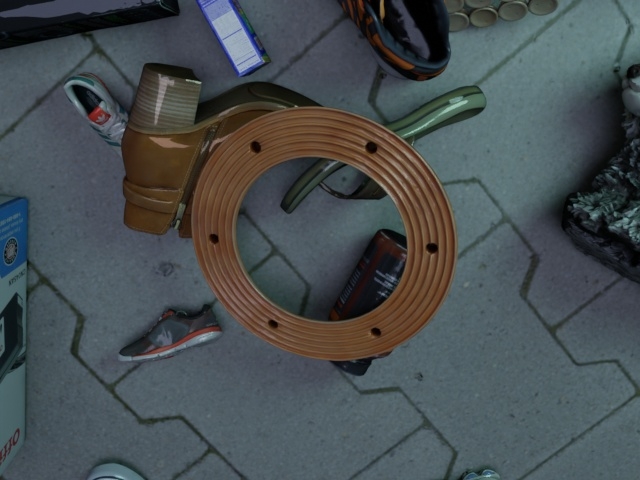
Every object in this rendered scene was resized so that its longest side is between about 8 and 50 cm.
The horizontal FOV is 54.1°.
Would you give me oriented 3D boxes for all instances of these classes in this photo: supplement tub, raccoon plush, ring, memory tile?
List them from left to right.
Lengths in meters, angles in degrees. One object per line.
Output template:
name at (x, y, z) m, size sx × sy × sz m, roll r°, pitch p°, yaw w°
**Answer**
ring at (0.000, 0.000, 0.778) m, size 0.336 × 0.032 × 0.337 m, roll 6°, pitch 113°, yaw 13°
supplement tub at (0.079, 0.089, 0.876) m, size 0.106 × 0.106 × 0.198 m, roll 28°, pitch 102°, yaw -8°
memory tile at (0.212, -0.304, 0.765) m, size 0.147 × 0.113 × 0.012 m, roll -3°, pitch 68°, yaw 25°
raccoon plush at (0.521, -0.068, 0.855) m, size 0.446 × 0.216 × 0.299 m, roll 35°, pitch 87°, yaw -39°

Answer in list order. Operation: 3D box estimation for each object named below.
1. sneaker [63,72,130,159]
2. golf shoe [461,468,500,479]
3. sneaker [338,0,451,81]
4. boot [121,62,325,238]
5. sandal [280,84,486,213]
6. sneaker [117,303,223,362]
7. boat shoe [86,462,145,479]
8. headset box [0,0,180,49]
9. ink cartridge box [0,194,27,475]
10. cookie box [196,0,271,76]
sneaker at (-0.273, -0.149, 0.818) m, size 0.057 × 0.075 × 0.161 m, roll -39°, pitch 102°, yaw 8°
golf shoe at (0.205, 0.418, 0.974) m, size 0.176 × 0.086 × 0.069 m, roll -26°, pitch 105°, yaw 6°
sneaker at (0.055, -0.328, 0.731) m, size 0.124 × 0.180 × 0.321 m, roll -42°, pitch 102°, yaw 8°
boot at (-0.116, -0.095, 0.826) m, size 0.283 × 0.109 × 0.220 m, roll 4°, pitch 118°, yaw -25°
sandal at (0.085, -0.104, 0.815) m, size 0.302 × 0.120 × 0.086 m, roll -25°, pitch 94°, yaw 4°
sneaker at (-0.221, 0.134, 0.912) m, size 0.157 × 0.061 × 0.065 m, roll -17°, pitch 77°, yaw 2°
boat shoe at (-0.295, 0.493, 0.965) m, size 0.108 × 0.102 × 0.302 m, roll -11°, pitch 104°, yaw 1°
headset box at (-0.318, -0.372, 0.733) m, size 0.282 × 0.131 × 0.247 m, roll -10°, pitch 105°, yaw 0°
ink cartridge box at (-0.500, 0.153, 0.779) m, size 0.166 × 0.285 × 0.395 m, roll 6°, pitch 104°, yaw -4°
cookie box at (-0.108, -0.263, 0.788) m, size 0.040 × 0.092 × 0.107 m, roll -27°, pitch 104°, yaw 8°
